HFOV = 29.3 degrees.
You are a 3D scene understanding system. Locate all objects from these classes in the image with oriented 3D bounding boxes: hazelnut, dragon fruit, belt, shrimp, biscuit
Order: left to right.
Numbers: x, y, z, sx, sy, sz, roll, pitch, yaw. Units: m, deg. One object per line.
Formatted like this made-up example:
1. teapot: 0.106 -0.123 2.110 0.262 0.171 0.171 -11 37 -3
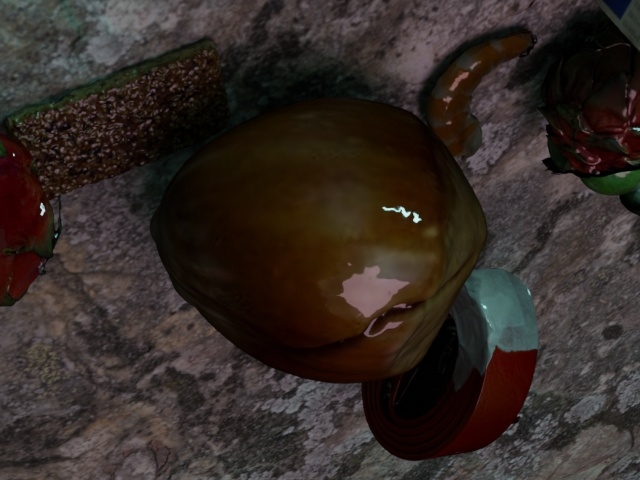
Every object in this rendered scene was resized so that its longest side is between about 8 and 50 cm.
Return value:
1. dragon fruit: -0.344 -0.016 1.161 0.192 0.193 0.274 -51 142 -14
2. biscuit: -0.202 -0.122 1.272 0.230 0.025 0.131 -24 144 -11
3. hazelnut: 0.000 0.000 1.342 0.372 0.315 0.372 3 145 2
4. belt: 0.188 0.176 1.747 0.115 0.227 0.324 -2 136 -38
5. shrimp: 0.200 -0.182 1.493 0.166 0.049 0.161 -39 143 -4
6. dragon fruit: 0.354 -0.172 1.508 0.182 0.182 0.189 -26 146 -8

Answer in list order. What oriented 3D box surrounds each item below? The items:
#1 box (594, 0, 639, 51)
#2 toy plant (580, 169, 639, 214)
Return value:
1. box: 0.450 -0.305 1.394 0.343 0.200 0.065 -8 141 -29
2. toy plant: 0.472 -0.124 1.669 0.235 0.175 0.218 31 121 -24
